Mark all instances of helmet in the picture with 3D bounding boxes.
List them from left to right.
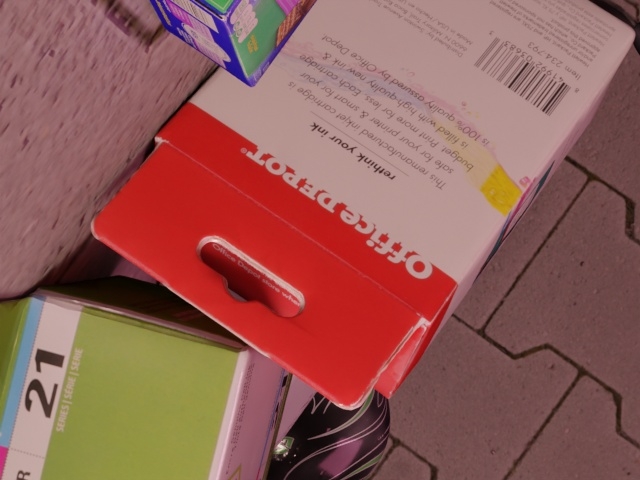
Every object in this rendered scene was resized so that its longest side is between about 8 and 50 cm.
[{"bbox_3d":[-0.021,0.149,1.357,0.161,0.169,0.169,-36,170,-13],"label":"helmet"}]

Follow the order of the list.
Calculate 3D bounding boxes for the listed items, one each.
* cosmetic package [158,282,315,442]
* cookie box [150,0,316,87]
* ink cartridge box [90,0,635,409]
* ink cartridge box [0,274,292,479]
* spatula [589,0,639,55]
[{"bbox_3d":[0.000,0.000,0.986,0.377,0.097,0.284,-56,172,15],"label":"cosmetic package"},{"bbox_3d":[-0.009,-0.109,0.508,0.107,0.040,0.092,-54,174,-4],"label":"cookie box"},{"bbox_3d":[0.018,-0.032,0.699,0.231,0.134,0.078,-51,170,-29],"label":"ink cartridge box"},{"bbox_3d":[-0.092,0.119,0.628,0.255,0.097,0.188,-10,114,-83],"label":"ink cartridge box"},{"bbox_3d":[0.137,-0.104,0.782,0.030,0.296,0.084,-34,133,1],"label":"spatula"}]
